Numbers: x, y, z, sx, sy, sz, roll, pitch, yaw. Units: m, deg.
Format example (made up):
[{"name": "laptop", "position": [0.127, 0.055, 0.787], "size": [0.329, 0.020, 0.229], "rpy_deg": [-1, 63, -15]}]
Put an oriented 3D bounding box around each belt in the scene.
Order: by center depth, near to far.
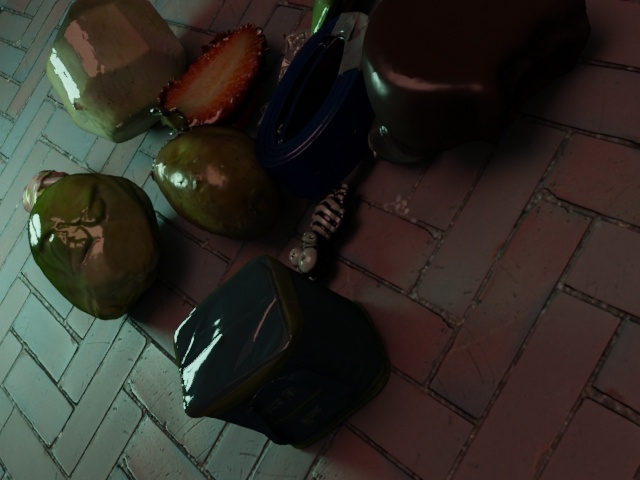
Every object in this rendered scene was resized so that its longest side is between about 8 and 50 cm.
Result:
[{"name": "belt", "position": [0.016, -0.248, 1.524], "size": [0.213, 0.117, 0.346], "rpy_deg": [4, 61, 47]}]

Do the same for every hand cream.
[{"name": "hand cream", "position": [0.011, -0.483, 1.722], "size": [0.095, 0.046, 0.175], "rpy_deg": [124, 160, -44]}, {"name": "hand cream", "position": [-0.073, -0.330, 1.741], "size": [0.084, 0.050, 0.256], "rpy_deg": [-4, 58, 40]}]

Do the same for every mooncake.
[{"name": "mooncake", "position": [0.236, -0.290, 1.286], "size": [0.334, 0.174, 0.325], "rpy_deg": [3, 57, 16]}]

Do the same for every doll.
[{"name": "doll", "position": [0.000, 0.000, 1.465], "size": [0.091, 0.067, 0.219], "rpy_deg": [12, 77, 54]}]

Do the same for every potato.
[{"name": "potato", "position": [-0.175, -0.097, 1.573], "size": [0.229, 0.229, 0.266], "rpy_deg": [-54, 29, 5]}]

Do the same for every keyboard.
[{"name": "keyboard", "position": [0.065, -0.490, 1.693], "size": [0.316, 0.027, 0.106], "rpy_deg": [-64, 17, -5]}]

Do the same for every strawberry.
[{"name": "strawberry", "position": [-0.196, -0.318, 1.810], "size": [0.233, 0.137, 0.306], "rpy_deg": [27, 68, 37]}]

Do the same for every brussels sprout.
[{"name": "brussels sprout", "position": [-0.456, 0.003, 1.765], "size": [0.268, 0.344, 0.344], "rpy_deg": [-37, 34, -28]}]

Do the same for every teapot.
[{"name": "teapot", "position": [0.131, -0.195, 1.425], "size": [0.108, 0.111, 0.149], "rpy_deg": [-24, 58, 58]}]

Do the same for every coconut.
[{"name": "coconut", "position": [-0.490, -0.419, 2.005], "size": [0.353, 0.353, 0.352], "rpy_deg": [-22, 53, 34]}]

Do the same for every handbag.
[{"name": "handbag", "position": [-0.063, 0.180, 1.294], "size": [0.263, 0.241, 0.222], "rpy_deg": [-44, 44, 19]}]

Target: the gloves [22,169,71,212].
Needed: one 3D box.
[{"name": "gloves", "position": [-0.667, -0.105, 2.130], "size": [0.241, 0.126, 0.145], "rpy_deg": [-3, 60, 51]}]
